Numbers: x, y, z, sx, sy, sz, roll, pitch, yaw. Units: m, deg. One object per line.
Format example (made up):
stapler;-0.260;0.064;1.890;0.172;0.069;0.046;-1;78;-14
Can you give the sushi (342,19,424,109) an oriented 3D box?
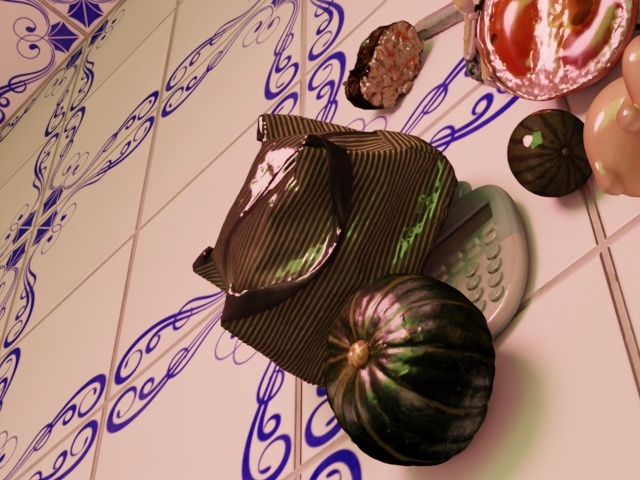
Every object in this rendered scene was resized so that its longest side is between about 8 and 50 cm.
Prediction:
sushi;0.103;-0.276;2.092;0.150;0.090;0.078;-62;22;-15

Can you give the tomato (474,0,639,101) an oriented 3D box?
tomato;0.316;-0.268;1.677;0.228;0.112;0.199;4;86;41

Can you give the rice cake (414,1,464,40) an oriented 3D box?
rice cake;0.218;-0.365;2.075;0.207;0.033;0.033;-24;47;48

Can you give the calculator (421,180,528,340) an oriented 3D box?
calculator;0.178;0.028;1.624;0.184;0.042;0.295;-41;30;24

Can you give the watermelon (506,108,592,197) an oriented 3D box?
watermelon;0.274;-0.102;1.540;0.105;0.105;0.133;-52;7;1

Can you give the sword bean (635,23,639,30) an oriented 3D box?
sword bean;0.393;-0.273;1.675;0.012;0.012;0.083;-56;24;-6

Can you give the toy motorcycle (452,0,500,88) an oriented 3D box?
toy motorcycle;0.249;-0.383;1.815;0.223;0.107;0.341;-131;43;-73

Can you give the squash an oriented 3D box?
squash;0.099;0.143;1.448;0.218;0.172;0.218;-23;50;31

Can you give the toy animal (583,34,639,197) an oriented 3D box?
toy animal;0.372;-0.143;1.374;0.197;0.171;0.171;-41;26;39

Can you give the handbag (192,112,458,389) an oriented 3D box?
handbag;0.000;0.000;1.658;0.341;0.240;0.247;-64;23;11
